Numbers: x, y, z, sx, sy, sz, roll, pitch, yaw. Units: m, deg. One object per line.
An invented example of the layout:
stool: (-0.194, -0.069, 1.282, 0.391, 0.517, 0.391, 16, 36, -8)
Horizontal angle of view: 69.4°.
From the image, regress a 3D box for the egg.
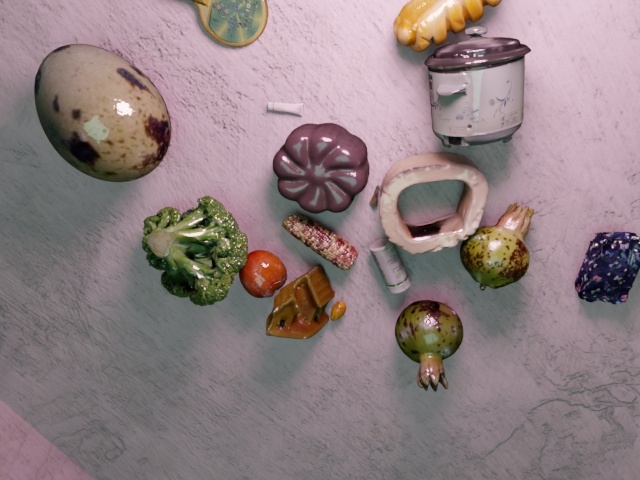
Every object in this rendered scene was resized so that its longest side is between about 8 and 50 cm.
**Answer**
egg: (-0.647, -0.378, 1.378, 0.345, 0.345, 0.428, -36, 100, 22)

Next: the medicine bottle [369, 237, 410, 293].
medicine bottle: (0.242, 0.087, 1.608, 0.086, 0.086, 0.184, -20, 111, 17)

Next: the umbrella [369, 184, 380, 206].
umbrella: (0.184, -0.145, 1.546, 0.031, 0.020, 0.083, 30, 124, 38)

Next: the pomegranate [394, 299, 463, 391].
pomegranate: (0.368, 0.362, 1.613, 0.242, 0.242, 0.306, 14, 76, 1)

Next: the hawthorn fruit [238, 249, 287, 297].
hawthorn fruit: (-0.209, 0.117, 1.646, 0.172, 0.173, 0.173, 3, 115, 7)

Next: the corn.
corn: (0.000, 0.000, 1.600, 0.289, 0.098, 0.098, 33, 115, -4)

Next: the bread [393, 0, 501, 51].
bread: (0.342, -0.619, 1.222, 0.311, 0.173, 0.121, -29, 137, 23)

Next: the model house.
model house: (-0.062, 0.216, 1.647, 0.173, 0.268, 0.239, 28, 116, 17)

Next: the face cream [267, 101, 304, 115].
face cream: (-0.109, -0.419, 1.459, 0.114, 0.020, 0.038, 7, 115, 2)

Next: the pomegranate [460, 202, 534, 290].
pomegranate: (0.585, 0.027, 1.467, 0.276, 0.222, 0.204, -34, 89, 3)

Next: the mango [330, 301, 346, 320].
mango: (0.064, 0.268, 1.736, 0.046, 0.060, 0.089, 48, 122, 30)

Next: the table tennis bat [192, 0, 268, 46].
table tennis bat: (-0.308, -0.696, 1.349, 0.320, 0.050, 0.199, 20, 118, -6)

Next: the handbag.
handbag: (0.936, 0.089, 1.494, 0.161, 0.113, 0.261, 8, 117, 10)

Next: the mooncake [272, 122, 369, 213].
mooncake: (0.003, -0.223, 1.464, 0.305, 0.154, 0.306, 5, 117, 9)

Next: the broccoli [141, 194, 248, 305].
broccoli: (-0.415, 0.029, 1.560, 0.413, 0.321, 0.310, 50, 160, 25)

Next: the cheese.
cheese: (0.354, -0.120, 1.460, 0.331, 0.153, 0.293, -11, 113, 15)

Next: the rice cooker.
rice cooker: (0.418, -0.417, 1.250, 0.264, 0.316, 0.317, 23, 127, 46)
